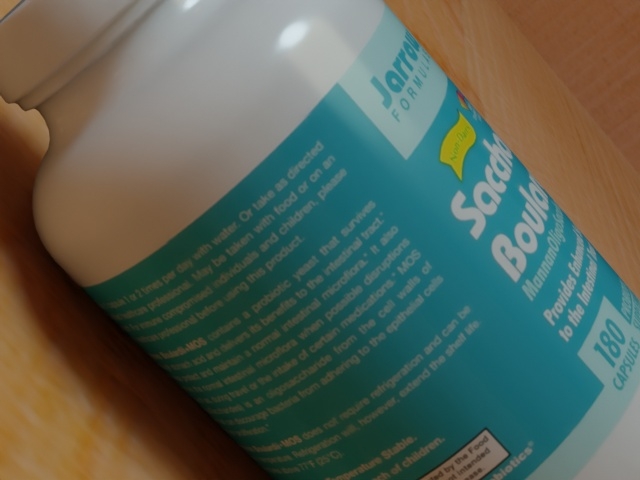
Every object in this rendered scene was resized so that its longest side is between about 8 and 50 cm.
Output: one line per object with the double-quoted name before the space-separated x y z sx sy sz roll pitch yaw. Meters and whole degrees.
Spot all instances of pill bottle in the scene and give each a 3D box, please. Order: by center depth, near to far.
"pill bottle" 0.000 0.000 0.532 0.264 0.146 0.146 47 17 -16
